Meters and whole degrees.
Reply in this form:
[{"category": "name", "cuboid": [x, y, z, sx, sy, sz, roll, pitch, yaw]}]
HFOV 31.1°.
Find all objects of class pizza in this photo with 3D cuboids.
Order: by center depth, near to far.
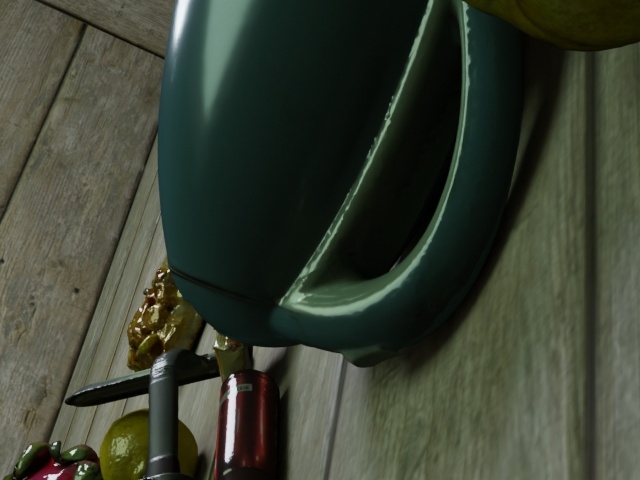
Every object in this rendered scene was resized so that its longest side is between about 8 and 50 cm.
[{"category": "pizza", "cuboid": [-0.211, 0.070, 1.686, 0.258, 0.087, 0.268, -68, 11, -15]}]

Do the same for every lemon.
[{"category": "lemon", "cuboid": [-0.188, 0.238, 1.258, 0.133, 0.109, 0.109, -119, 53, -81]}]

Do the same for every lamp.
[{"category": "lamp", "cuboid": [-0.186, 0.192, 1.127, 0.203, 0.125, 0.283, -20, 31, 12]}]

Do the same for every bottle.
[{"category": "bottle", "cuboid": [-0.063, 0.183, 0.996, 0.060, 0.060, 0.164, -60, 16, 26]}]

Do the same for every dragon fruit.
[{"category": "dragon fruit", "cuboid": [-0.315, 0.354, 1.410, 0.198, 0.218, 0.273, -32, -1, -17]}]

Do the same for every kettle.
[{"category": "kettle", "cuboid": [0.013, -0.078, 0.835, 0.319, 0.247, 0.342, 19, 94, 51]}]

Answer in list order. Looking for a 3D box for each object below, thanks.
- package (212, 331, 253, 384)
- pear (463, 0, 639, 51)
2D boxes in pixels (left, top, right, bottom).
[{"category": "package", "cuboid": [-0.080, 0.115, 1.121, 0.108, 0.031, 0.121, -89, -7, -58]}, {"category": "pear", "cuboid": [0.138, -0.190, 0.559, 0.200, 0.200, 0.200, -59, 16, 28]}]
